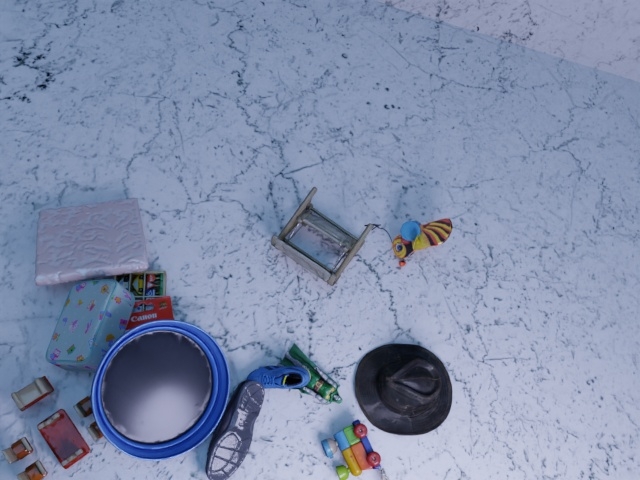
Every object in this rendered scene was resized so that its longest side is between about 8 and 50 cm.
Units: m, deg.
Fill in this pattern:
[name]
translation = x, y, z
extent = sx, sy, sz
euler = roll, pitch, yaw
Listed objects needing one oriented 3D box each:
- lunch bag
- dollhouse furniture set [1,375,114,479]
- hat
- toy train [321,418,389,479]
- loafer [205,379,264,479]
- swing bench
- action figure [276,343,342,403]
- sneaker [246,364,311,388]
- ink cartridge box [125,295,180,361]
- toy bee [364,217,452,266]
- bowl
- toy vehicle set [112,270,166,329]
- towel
[lunch bag]
translation = -0.692, 0.252, 1.709
extent = 0.224, 0.108, 0.279
euler = -8, 55, 28
[dollhouse furniture set]
translation = -0.759, 0.518, 1.616
extent = 0.262, 0.135, 0.259
euler = -33, 85, -22
[hat]
translation = 0.281, 0.458, 1.803
extent = 0.331, 0.134, 0.331
euler = 4, 64, -8
[toy train]
translation = 0.112, 0.676, 1.688
extent = 0.143, 0.105, 0.248
euler = -23, 70, -9
[loafer]
translation = -0.258, 0.561, 1.692
extent = 0.109, 0.095, 0.302
euler = 32, 71, -25
[swing bench]
translation = 0.000, 0.000, 1.968
extent = 0.253, 0.165, 0.254
euler = 35, 69, 7
[action figure]
translation = -0.028, 0.441, 1.795
extent = 0.232, 0.063, 0.137
euler = 32, 74, 10
[sneaker]
translation = -0.136, 0.421, 1.742
extent = 0.209, 0.082, 0.069
euler = -6, 84, 15
[ink cartridge box]
translation = -0.540, 0.286, 1.748
extent = 0.189, 0.066, 0.232
euler = -10, 70, -14
[toy bee]
translation = 0.327, 0.009, 2.039
extent = 0.195, 0.298, 0.162
euler = -7, 92, -50
[bowl]
translation = -0.456, 0.423, 1.634
extent = 0.391, 0.077, 0.391
euler = 4, 82, -31
[toy vehicle set]
translation = -0.583, 0.225, 1.821
extent = 0.166, 0.035, 0.266
euler = -1, 64, -11
[towel]
translation = -0.746, 0.001, 1.854
extent = 0.332, 0.053, 0.317
euler = -9, 49, -15
